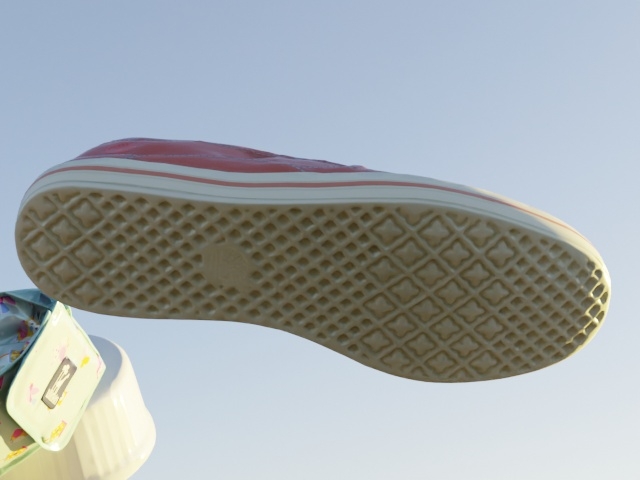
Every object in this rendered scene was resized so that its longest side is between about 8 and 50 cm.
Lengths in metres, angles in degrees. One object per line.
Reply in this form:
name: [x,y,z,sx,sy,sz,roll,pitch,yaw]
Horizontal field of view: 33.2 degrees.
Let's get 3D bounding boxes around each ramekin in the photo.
ramekin: [-0.381,0.245,1.515,0.277,0.135,0.277,-5,24,2]

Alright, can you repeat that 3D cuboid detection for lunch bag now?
lunch bag: [-0.394,0.174,1.279,0.262,0.160,0.223,-29,-27,-9]

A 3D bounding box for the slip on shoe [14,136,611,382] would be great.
slip on shoe: [0.000,0.000,0.612,0.331,0.101,0.123,8,-61,2]
